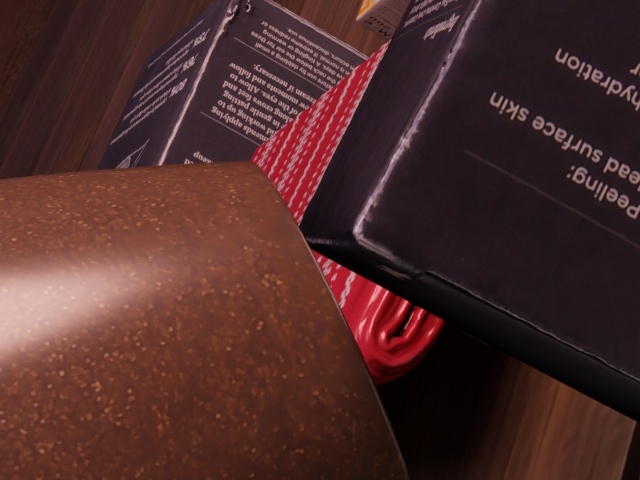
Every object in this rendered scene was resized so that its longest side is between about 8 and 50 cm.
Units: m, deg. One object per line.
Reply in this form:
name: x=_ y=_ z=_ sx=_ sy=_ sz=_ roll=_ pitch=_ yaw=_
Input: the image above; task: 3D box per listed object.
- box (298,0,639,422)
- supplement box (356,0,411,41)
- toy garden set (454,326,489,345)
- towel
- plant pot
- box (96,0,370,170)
box: x=0.100 y=-0.034 z=0.402 sx=0.158 sy=0.156 sz=0.093 roll=-63 pitch=10 yaw=-5
supplement box: x=0.065 y=-0.156 z=0.886 sx=0.098 sy=0.036 sz=0.062 roll=-36 pitch=30 yaw=54
toy garden set: x=0.106 y=-0.076 z=0.636 sx=0.244 sy=0.049 sz=0.204 roll=-61 pitch=18 yaw=1
towel: x=0.000 y=0.000 z=0.669 sx=0.275 sy=0.031 sz=0.199 roll=-32 pitch=29 yaw=59
plant pot: x=-0.100 y=0.075 z=0.409 sx=0.230 sy=0.215 sz=0.215 roll=-23 pitch=18 yaw=-7
box: x=-0.069 y=-0.019 z=0.930 sx=0.153 sy=0.108 sz=0.207 roll=-21 pitch=44 yaw=63
